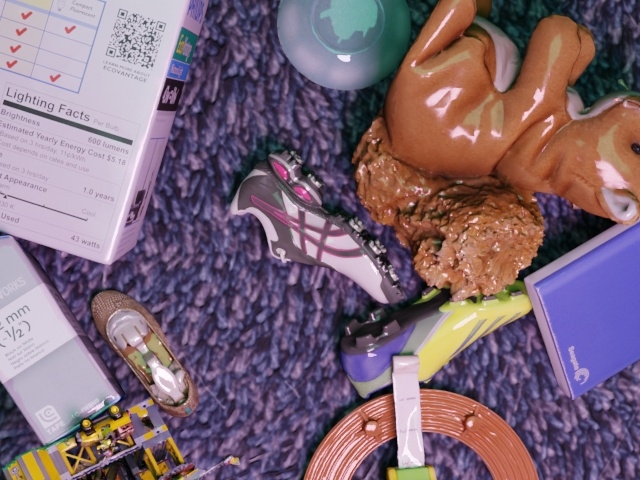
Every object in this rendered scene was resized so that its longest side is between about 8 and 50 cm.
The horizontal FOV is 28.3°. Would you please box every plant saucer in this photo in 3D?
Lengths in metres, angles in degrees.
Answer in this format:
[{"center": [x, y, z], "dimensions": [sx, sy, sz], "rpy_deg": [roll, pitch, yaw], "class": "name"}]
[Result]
[{"center": [0.036, -0.311, 1.801], "dimensions": [0.195, 0.037, 0.195], "rpy_deg": [1, 84, -6], "class": "plant saucer"}]

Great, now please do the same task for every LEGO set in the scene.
[{"center": [-0.248, 0.346, 1.548], "dimensions": [0.255, 0.331, 0.192], "rpy_deg": [-22, 70, -28], "class": "LEGO set"}]

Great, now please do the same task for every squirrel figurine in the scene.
[{"center": [0.255, -0.109, 1.691], "dimensions": [0.370, 0.281, 0.397], "rpy_deg": [32, 98, 4], "class": "squirrel figurine"}]

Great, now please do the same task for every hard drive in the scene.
[{"center": [0.447, 0.059, 1.749], "dimensions": [0.319, 0.040, 0.210], "rpy_deg": [-29, 123, -9], "class": "hard drive"}]

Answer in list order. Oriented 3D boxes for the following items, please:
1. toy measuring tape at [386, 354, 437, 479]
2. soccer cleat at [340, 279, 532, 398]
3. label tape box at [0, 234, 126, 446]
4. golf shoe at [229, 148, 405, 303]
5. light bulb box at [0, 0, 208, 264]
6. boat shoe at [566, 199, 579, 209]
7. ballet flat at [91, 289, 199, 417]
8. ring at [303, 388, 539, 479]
[{"center": [0.126, 0.317, 1.640], "dimensions": [0.121, 0.121, 0.330], "rpy_deg": [-3, 92, -7], "class": "toy measuring tape"}, {"center": [0.164, 0.130, 1.751], "dimensions": [0.289, 0.093, 0.121], "rpy_deg": [-19, 117, -12], "class": "soccer cleat"}, {"center": [-0.383, 0.084, 1.597], "dimensions": [0.115, 0.249, 0.347], "rpy_deg": [-32, 88, -9], "class": "label tape box"}, {"center": [0.000, 0.000, 1.741], "dimensions": [0.120, 0.105, 0.273], "rpy_deg": [-45, 84, 6], "class": "golf shoe"}, {"center": [-0.364, -0.199, 1.603], "dimensions": [0.358, 0.225, 0.361], "rpy_deg": [18, 96, -3], "class": "light bulb box"}, {"center": [0.330, -0.100, 1.806], "dimensions": [0.045, 0.050, 0.135], "rpy_deg": [-25, 77, -6], "class": "boat shoe"}, {"center": [-0.232, 0.148, 1.699], "dimensions": [0.073, 0.067, 0.206], "rpy_deg": [-41, 89, -9], "class": "ballet flat"}, {"center": [0.139, 0.369, 1.717], "dimensions": [0.337, 0.032, 0.336], "rpy_deg": [0, 90, -8], "class": "ring"}]
